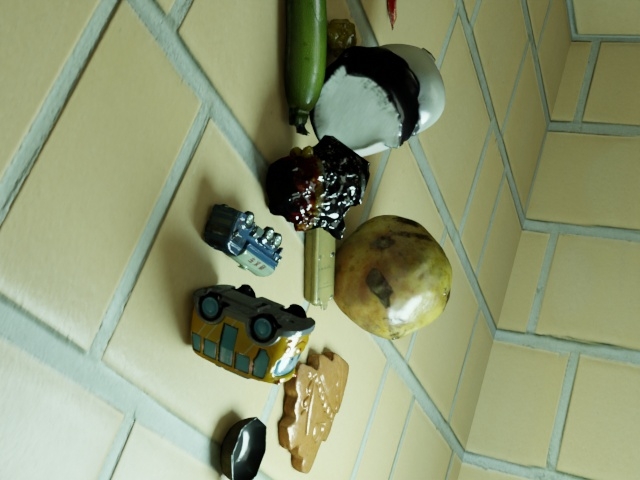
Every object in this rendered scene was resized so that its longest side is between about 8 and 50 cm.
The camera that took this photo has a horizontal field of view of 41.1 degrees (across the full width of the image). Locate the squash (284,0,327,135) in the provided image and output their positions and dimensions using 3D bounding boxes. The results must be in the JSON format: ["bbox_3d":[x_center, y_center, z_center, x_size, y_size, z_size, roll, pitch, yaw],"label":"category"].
[{"bbox_3d":[-0.030,-0.363,1.631,0.087,0.087,0.331,-22,118,-60],"label":"squash"}]

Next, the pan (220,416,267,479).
[{"bbox_3d":[-0.163,0.433,1.617,0.128,0.048,0.201,58,45,-50],"label":"pan"}]

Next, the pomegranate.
[{"bbox_3d":[0.155,0.081,1.923,0.281,0.281,0.281,-27,121,-59],"label":"pomegranate"}]

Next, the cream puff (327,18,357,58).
[{"bbox_3d":[0.046,-0.422,1.788,0.083,0.058,0.083,15,83,-62],"label":"cream puff"}]

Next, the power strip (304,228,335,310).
[{"bbox_3d":[0.000,0.000,1.820,0.064,0.044,0.305,-13,110,-44],"label":"power strip"}]

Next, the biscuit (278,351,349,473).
[{"bbox_3d":[-0.003,0.358,1.922,0.306,0.043,0.283,-42,133,-52],"label":"biscuit"}]

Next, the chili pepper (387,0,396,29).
[{"bbox_3d":[0.175,-0.592,2.035,0.045,0.027,0.178,-16,111,-57],"label":"chili pepper"}]

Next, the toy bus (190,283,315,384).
[{"bbox_3d":[-0.122,0.163,1.462,0.126,0.210,0.136,-12,118,-64],"label":"toy bus"}]

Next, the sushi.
[{"bbox_3d":[-0.023,-0.100,1.639,0.151,0.153,0.172,1,116,-34],"label":"sushi"}]

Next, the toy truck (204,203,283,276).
[{"bbox_3d":[-0.136,0.004,1.540,0.088,0.074,0.202,-67,151,-10],"label":"toy truck"}]

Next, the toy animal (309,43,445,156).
[{"bbox_3d":[0.130,-0.306,1.795,0.310,0.251,0.250,-49,138,-55],"label":"toy animal"}]
